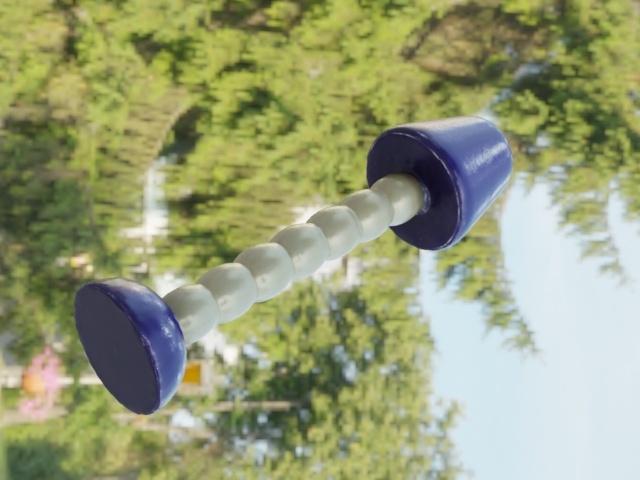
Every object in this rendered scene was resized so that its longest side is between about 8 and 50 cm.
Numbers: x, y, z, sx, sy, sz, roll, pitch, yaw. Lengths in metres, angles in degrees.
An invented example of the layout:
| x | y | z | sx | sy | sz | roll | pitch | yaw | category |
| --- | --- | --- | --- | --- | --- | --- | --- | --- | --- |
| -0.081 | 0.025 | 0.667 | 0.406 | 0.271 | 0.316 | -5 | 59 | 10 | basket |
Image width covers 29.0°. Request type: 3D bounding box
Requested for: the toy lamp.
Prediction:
| x | y | z | sx | sy | sz | roll | pitch | yaw | category |
| --- | --- | --- | --- | --- | --- | --- | --- | --- | --- |
| 0.000 | 0.000 | 0.665 | 0.080 | 0.274 | 0.080 | 32 | -44 | 38 | toy lamp |
